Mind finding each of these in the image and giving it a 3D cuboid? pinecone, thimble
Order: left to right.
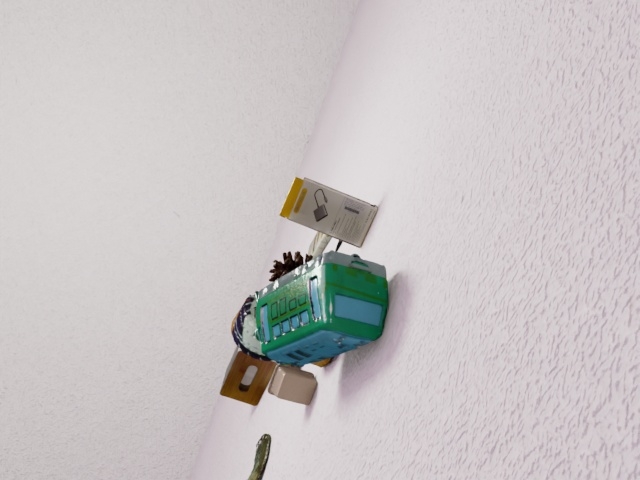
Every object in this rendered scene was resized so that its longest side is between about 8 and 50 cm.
[{"bbox_3d":[-0.189,0.302,2.269,0.150,0.237,0.237,-58,16,34],"label":"thimble"},{"bbox_3d":[-0.073,0.126,2.043,0.208,0.208,0.207,-160,90,-80],"label":"pinecone"}]

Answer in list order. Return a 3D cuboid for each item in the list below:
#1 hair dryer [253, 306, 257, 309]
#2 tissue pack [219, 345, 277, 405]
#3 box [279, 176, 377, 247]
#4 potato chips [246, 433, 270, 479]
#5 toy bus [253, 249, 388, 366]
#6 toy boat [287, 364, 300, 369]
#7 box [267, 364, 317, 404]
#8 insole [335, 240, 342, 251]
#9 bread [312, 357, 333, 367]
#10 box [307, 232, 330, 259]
[{"bbox_3d":[-0.113,0.200,1.700,0.199,0.067,0.167,-24,-39,-43],"label":"hair dryer"},{"bbox_3d":[-0.270,0.490,2.475,0.136,0.160,0.246,-85,17,-60],"label":"tissue pack"},{"bbox_3d":[0.023,-0.082,1.778,0.033,0.247,0.129,-90,23,-70],"label":"box"},{"bbox_3d":[-0.210,0.732,2.073,0.202,0.029,0.219,142,148,-66],"label":"potato chips"},{"bbox_3d":[-0.007,0.170,1.470,0.343,0.184,0.199,-32,51,49],"label":"toy bus"},{"bbox_3d":[-0.075,0.347,2.016,0.077,0.057,0.200,-133,64,-73],"label":"toy boat"},{"bbox_3d":[-0.073,0.397,1.750,0.062,0.122,0.089,17,87,68],"label":"box"},{"bbox_3d":[0.077,-0.024,2.063,0.053,0.002,0.152,-93,25,-65],"label":"insole"},{"bbox_3d":[-0.005,0.239,1.722,0.199,0.104,0.199,-160,90,-79],"label":"bread"},{"bbox_3d":[-0.001,0.000,2.339,0.220,0.032,0.122,119,166,-46],"label":"box"}]
